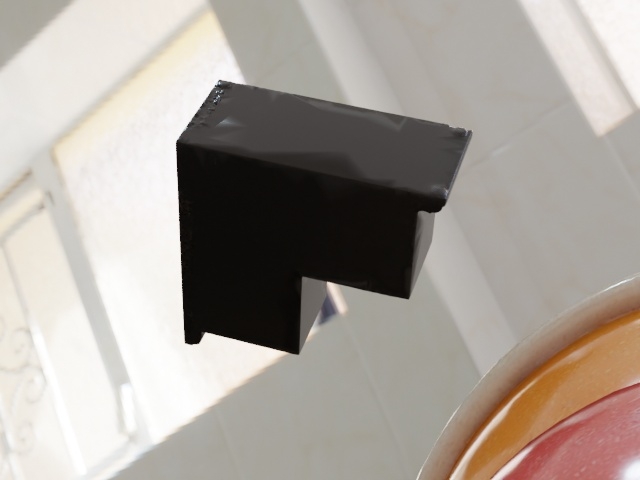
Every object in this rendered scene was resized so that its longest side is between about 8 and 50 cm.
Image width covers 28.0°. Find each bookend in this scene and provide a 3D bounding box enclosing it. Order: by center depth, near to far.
[{"bbox_3d":[0.000,0.000,0.768,0.157,0.072,0.156,12,-50,12],"label":"bookend"}]

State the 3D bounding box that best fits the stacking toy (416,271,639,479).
[{"bbox_3d":[0.131,0.167,0.337,0.350,0.351,0.480,-31,-12,15],"label":"stacking toy"}]
